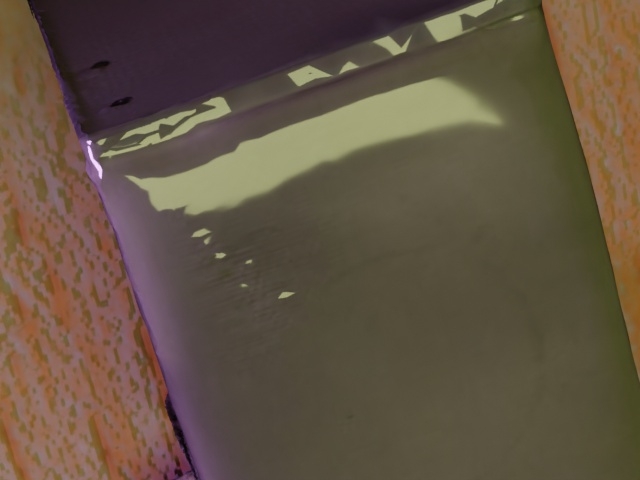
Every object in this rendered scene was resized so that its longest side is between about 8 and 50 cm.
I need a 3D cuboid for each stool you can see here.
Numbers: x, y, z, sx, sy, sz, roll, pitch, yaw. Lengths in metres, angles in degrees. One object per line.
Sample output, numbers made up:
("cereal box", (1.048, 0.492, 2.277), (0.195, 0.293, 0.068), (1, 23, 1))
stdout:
("stool", (0.000, 0.000, 0.784), (0.170, 0.270, 0.244), (-20, 114, -7))

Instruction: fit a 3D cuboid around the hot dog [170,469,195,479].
("hot dog", (-0.001, 0.183, 0.945), (0.213, 0.103, 0.146), (-1, 111, -17))
